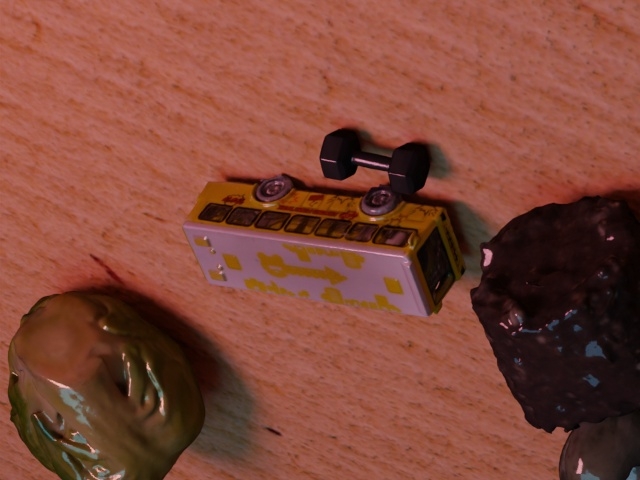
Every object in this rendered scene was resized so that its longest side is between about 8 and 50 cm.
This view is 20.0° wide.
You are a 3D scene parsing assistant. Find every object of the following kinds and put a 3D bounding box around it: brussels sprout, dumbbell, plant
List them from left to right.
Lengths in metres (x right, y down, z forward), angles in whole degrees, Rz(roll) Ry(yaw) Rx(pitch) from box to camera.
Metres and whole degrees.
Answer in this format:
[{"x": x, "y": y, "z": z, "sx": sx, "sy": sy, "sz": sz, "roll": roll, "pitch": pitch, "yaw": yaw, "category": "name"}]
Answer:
[{"x": -0.210, "y": 0.145, "z": 1.707, "sx": 0.223, "sy": 0.161, "sz": 0.223, "roll": 41, "pitch": 150, "yaw": 31, "category": "brussels sprout"}, {"x": 0.041, "y": -0.060, "z": 1.374, "sx": 0.083, "sy": 0.040, "sz": 0.036, "roll": 13, "pitch": 171, "yaw": 26, "category": "dumbbell"}, {"x": 0.217, "y": 0.102, "z": 1.330, "sx": 0.146, "sy": 0.149, "sz": 0.275, "roll": 3, "pitch": 137, "yaw": 36, "category": "plant"}]

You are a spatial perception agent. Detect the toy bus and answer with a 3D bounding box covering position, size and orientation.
[{"x": 0.000, "y": 0.000, "z": 1.442, "sx": 0.226, "sy": 0.074, "sz": 0.081, "roll": 9, "pitch": 137, "yaw": 31, "category": "toy bus"}]
